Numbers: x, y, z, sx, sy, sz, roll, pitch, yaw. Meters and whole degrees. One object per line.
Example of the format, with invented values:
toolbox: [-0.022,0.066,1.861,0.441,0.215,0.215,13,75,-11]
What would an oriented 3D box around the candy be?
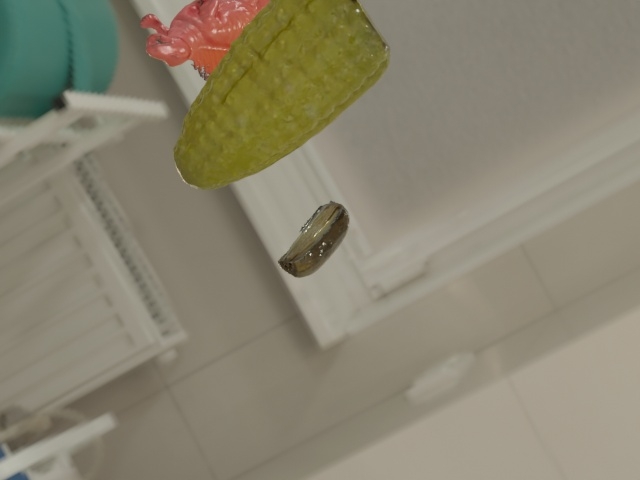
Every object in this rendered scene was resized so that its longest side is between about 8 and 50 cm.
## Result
candy: [-0.038,-0.118,1.112,0.106,0.199,0.094,46,9,-5]

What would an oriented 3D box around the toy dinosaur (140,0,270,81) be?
toy dinosaur: [-0.063,-0.217,1.472,0.286,0.070,0.139,-26,74,-42]

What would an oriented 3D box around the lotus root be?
lotus root: [0.001,0.002,1.218,0.083,0.037,0.030,-53,123,-31]
